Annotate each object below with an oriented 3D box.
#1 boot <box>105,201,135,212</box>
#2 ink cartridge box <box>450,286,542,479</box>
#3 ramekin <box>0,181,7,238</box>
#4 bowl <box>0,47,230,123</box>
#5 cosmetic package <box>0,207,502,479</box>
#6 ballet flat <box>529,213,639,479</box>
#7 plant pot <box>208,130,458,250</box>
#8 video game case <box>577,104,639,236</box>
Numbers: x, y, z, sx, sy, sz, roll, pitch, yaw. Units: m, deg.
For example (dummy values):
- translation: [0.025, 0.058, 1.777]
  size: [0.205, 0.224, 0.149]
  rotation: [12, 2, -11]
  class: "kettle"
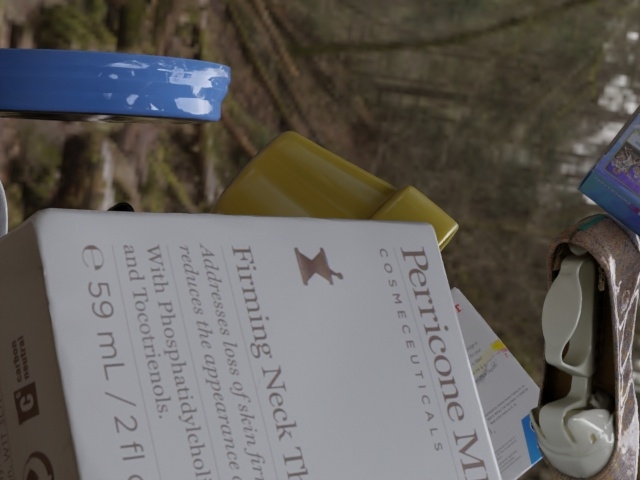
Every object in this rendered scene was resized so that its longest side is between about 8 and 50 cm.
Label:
- translation: [-0.304, -0.013, 1.835]
  size: [0.121, 0.045, 0.099]
  rotation: [-40, 168, -4]
  class: "boot"
- translation: [0.150, 0.215, 1.708]
  size: [0.171, 0.232, 0.168]
  rotation: [-30, 167, -35]
  class: "ink cartridge box"
- translation: [-0.466, 0.001, 1.630]
  size: [0.207, 0.109, 0.207]
  rotation: [11, 90, -78]
  class: "ramekin"
- translation: [-0.314, -0.196, 1.794]
  size: [0.391, 0.391, 0.077]
  rotation: [-33, 126, -85]
  class: "bowl"
- translation: [-0.111, 0.183, 1.102]
  size: [0.327, 0.394, 0.329]
  rotation: [-29, -112, 43]
  class: "cosmetic package"
- translation: [0.247, 0.132, 1.333]
  size: [0.106, 0.108, 0.316]
  rotation: [-7, 98, -52]
  class: "ballet flat"
- translation: [0.000, 0.000, 1.690]
  size: [0.254, 0.239, 0.254]
  rotation: [-47, 173, -7]
  class: "plant pot"
- translation: [0.424, -0.062, 1.312]
  size: [0.244, 0.269, 0.061]
  rotation: [-49, 172, -19]
  class: "video game case"
